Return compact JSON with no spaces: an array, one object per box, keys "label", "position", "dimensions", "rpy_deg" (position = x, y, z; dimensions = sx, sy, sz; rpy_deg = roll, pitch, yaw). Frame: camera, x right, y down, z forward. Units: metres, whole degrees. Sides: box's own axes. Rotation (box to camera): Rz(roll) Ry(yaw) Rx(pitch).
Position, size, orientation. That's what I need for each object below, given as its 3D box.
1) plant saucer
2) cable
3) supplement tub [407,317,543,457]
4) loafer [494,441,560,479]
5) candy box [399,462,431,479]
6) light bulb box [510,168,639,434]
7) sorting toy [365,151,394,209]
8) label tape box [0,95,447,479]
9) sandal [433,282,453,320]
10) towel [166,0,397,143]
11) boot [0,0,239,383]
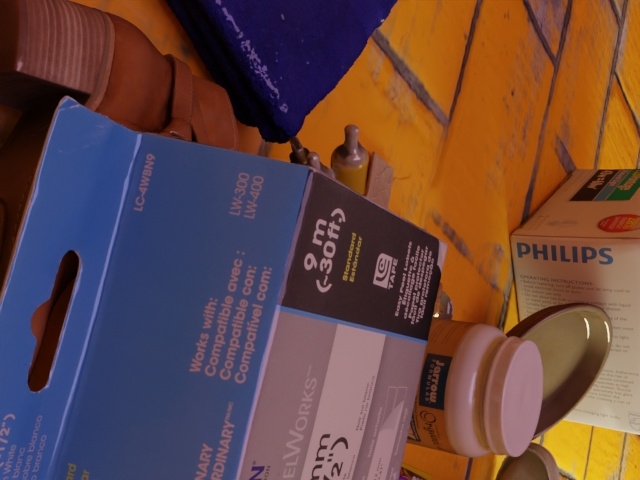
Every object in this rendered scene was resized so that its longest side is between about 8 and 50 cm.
[{"label":"plant saucer","position":[0.337,0.206,1.188],"dimensions":[0.278,0.041,0.277],"rpy_deg":[-18,129,-24]},{"label":"cable","position":[0.000,0.000,0.742],"dimensions":[0.072,0.140,0.287],"rpy_deg":[64,0,36]},{"label":"supplement tub","position":[0.130,0.158,0.851],"dimensions":[0.144,0.200,0.144],"rpy_deg":[-7,99,-54]},{"label":"loafer","position":[0.304,0.449,1.208],"dimensions":[0.092,0.102,0.268],"rpy_deg":[37,68,-52]},{"label":"candy box","position":[0.075,0.319,0.940],"dimensions":[0.206,0.027,0.105],"rpy_deg":[38,66,-50]},{"label":"light bulb box","position":[0.527,0.090,1.389],"dimensions":[0.358,0.225,0.360],"rpy_deg":[-34,120,-48]},{"label":"sorting toy","position":[0.066,-0.056,0.902],"dimensions":[0.062,0.012,0.083],"rpy_deg":[34,63,-56]},{"label":"label tape box","position":[-0.045,0.080,0.519],"dimensions":[0.348,0.115,0.249],"rpy_deg":[23,79,-59]},{"label":"sandal","position":[0.139,0.079,0.988],"dimensions":[0.180,0.049,0.072],"rpy_deg":[26,72,-53]},{"label":"towel","position":[-0.027,-0.264,0.706],"dimensions":[0.227,0.076,0.308],"rpy_deg":[56,50,-32]},{"label":"boot","position":[-0.153,-0.015,0.535],"dimensions":[0.220,0.109,0.283],"rpy_deg":[15,74,-59]}]
